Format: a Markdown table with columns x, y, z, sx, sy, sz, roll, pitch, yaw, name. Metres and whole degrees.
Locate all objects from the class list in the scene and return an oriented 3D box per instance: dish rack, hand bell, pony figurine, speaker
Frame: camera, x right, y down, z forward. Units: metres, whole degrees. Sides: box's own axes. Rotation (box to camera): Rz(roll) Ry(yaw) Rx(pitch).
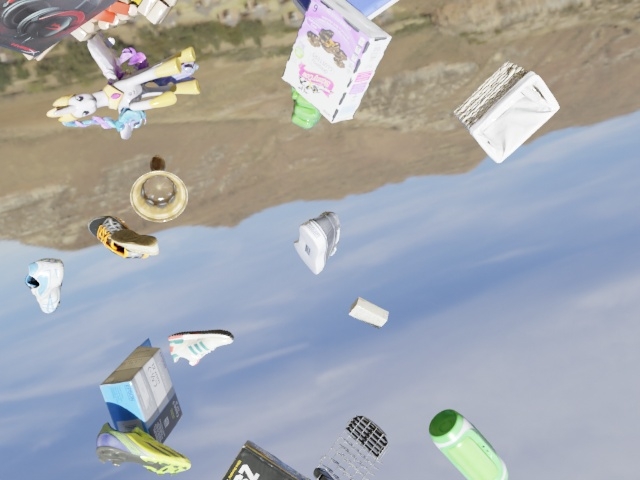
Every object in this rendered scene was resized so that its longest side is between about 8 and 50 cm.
| x | y | z | sx | sy | sz | roll | pitch | yaw | name |
| --- | --- | --- | --- | --- | --- | --- | --- | --- | --- |
| 0.107 | 0.705 | 2.220 | 0.271 | 0.074 | 0.208 | -54 | -142 | -5 | dish rack |
| -0.387 | -0.154 | 1.651 | 0.126 | 0.126 | 0.242 | -16 | -148 | -6 | hand bell |
| -0.508 | -0.411 | 1.844 | 0.363 | 0.302 | 0.351 | -13 | -157 | 8 | pony figurine |
| 0.466 | 0.663 | 2.180 | 0.131 | 0.296 | 0.131 | -35 | -158 | 16 | speaker |

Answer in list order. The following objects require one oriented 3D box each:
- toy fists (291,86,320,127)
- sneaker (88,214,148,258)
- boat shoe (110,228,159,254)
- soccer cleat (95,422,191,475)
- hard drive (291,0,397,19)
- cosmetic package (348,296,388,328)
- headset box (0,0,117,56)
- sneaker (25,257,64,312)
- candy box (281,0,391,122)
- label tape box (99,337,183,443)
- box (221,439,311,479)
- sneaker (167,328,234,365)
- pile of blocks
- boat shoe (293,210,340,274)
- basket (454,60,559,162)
| x | y | z | sx | sy | sz | roll | pitch | yaw | name |
| --- | --- | --- | --- | --- | --- | --- | --- | --- | --- |
| -0.026 | -0.439 | 1.855 | 0.096 | 0.279 | 0.142 | 10 | -170 | -6 | toy fists |
| -0.579 | -0.010 | 1.950 | 0.215 | 0.084 | 0.083 | 23 | -160 | 24 | sneaker |
| -0.446 | 0.009 | 1.669 | 0.135 | 0.045 | 0.050 | 14 | -132 | 28 | boat shoe |
| -0.498 | 0.592 | 1.983 | 0.289 | 0.121 | 0.093 | 23 | 131 | -27 | soccer cleat |
| 0.088 | -0.604 | 1.557 | 0.319 | 0.210 | 0.040 | -36 | 169 | -6 | hard drive |
| 0.157 | 0.237 | 2.262 | 0.060 | 0.115 | 0.041 | -53 | -167 | 43 | cosmetic package |
| -0.451 | -0.429 | 1.100 | 0.293 | 0.110 | 0.218 | -23 | 169 | 23 | headset box |
| -0.677 | 0.109 | 1.700 | 0.086 | 0.085 | 0.237 | 5 | 149 | -20 | sneaker |
| 0.026 | -0.363 | 1.381 | 0.070 | 0.165 | 0.196 | -23 | 149 | -44 | candy box |
| -0.535 | 0.480 | 2.192 | 0.115 | 0.249 | 0.347 | -11 | -166 | 15 | label tape box |
| -0.146 | 0.656 | 1.557 | 0.322 | 0.257 | 0.079 | -57 | 174 | -3 | box |
| -0.272 | 0.247 | 1.596 | 0.161 | 0.075 | 0.057 | -4 | -179 | 13 | sneaker |
| -0.445 | -0.452 | 1.319 | 0.362 | 0.149 | 0.112 | -16 | -161 | 2 | pile of blocks |
| 0.000 | 0.000 | 1.791 | 0.102 | 0.108 | 0.301 | -35 | 166 | -14 | boat shoe |
| 0.371 | -0.263 | 1.401 | 0.167 | 0.113 | 0.103 | -43 | -142 | 12 | basket |
